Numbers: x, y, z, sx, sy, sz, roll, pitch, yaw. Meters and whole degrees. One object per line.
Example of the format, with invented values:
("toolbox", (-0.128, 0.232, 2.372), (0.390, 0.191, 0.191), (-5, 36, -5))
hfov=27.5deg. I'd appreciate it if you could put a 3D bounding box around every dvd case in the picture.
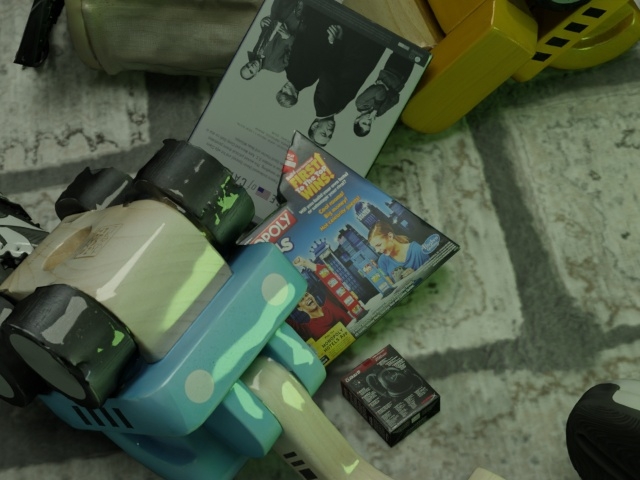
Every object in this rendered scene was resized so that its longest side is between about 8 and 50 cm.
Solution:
("dvd case", (-0.020, -0.126, 1.335), (0.179, 0.029, 0.239), (29, 94, 3))

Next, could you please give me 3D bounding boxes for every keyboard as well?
("keyboard", (-0.292, -0.318, 1.515), (0.033, 0.201, 0.317), (22, 51, -12))

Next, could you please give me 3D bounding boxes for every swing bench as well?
("swing bench", (-0.135, -0.309, 1.441), (0.253, 0.165, 0.255), (5, 85, 8))

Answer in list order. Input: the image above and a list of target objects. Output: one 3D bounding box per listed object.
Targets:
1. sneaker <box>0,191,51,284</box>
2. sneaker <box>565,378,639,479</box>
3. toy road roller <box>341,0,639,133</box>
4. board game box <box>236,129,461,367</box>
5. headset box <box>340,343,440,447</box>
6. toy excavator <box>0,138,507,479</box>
("sneaker", (-0.327, -0.007, 1.349), (0.234, 0.078, 0.106), (6, 58, 12))
("sneaker", (0.446, 0.188, 1.115), (0.447, 0.169, 0.257), (25, 51, 12))
("toy road roller", (0.208, -0.257, 1.439), (0.329, 0.240, 0.202), (-38, 51, 24))
("board game box", (0.000, 0.000, 1.281), (0.194, 0.060, 0.194), (-40, 86, -8))
("headset box", (0.063, 0.143, 1.235), (0.062, 0.032, 0.083), (-34, 58, -19))
("toy excavator", (-0.052, 0.143, 1.149), (0.433, 0.445, 0.222), (-7, 40, 54))
